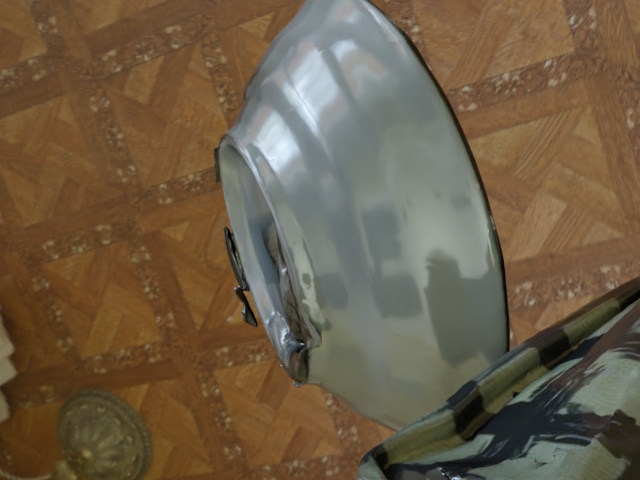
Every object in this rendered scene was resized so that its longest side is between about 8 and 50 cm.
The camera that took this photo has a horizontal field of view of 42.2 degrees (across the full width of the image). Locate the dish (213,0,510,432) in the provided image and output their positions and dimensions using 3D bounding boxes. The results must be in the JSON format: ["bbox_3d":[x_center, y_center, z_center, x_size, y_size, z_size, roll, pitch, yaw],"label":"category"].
[{"bbox_3d":[0.000,0.000,0.552,0.106,0.316,0.316,-17,104,-15],"label":"dish"}]

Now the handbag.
[{"bbox_3d":[0.210,0.175,0.424,0.162,0.327,0.325,4,117,57],"label":"handbag"}]
